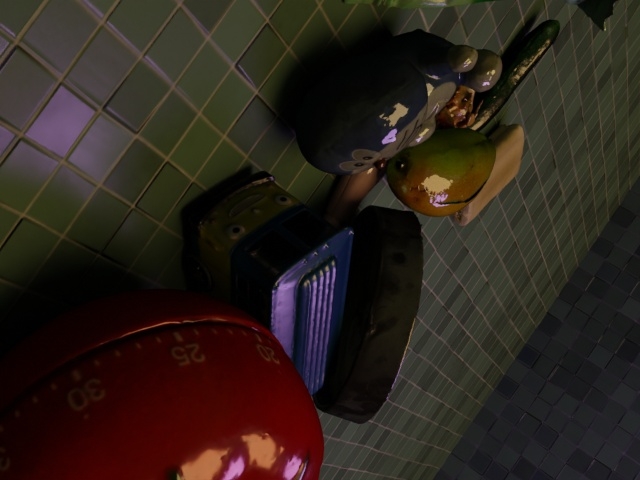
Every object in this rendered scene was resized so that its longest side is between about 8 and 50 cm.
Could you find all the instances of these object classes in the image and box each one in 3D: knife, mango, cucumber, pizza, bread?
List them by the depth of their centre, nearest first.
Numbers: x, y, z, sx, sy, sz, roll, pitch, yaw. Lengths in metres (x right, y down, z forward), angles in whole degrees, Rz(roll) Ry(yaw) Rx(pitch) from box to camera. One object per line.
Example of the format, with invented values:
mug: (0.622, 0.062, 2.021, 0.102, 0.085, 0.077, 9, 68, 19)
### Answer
mango: (0.187, -0.103, 1.270, 0.233, 0.111, 0.125, -14, 128, -49)
knife: (0.002, 0.000, 1.280, 0.336, 0.043, 0.081, -57, 160, 14)
pizza: (0.190, -0.160, 1.369, 0.226, 0.069, 0.147, -44, 149, -23)
cucumber: (0.317, -0.273, 1.474, 0.284, 0.056, 0.056, -49, 153, -5)
bread: (0.311, -0.126, 1.618, 0.178, 0.060, 0.139, -42, 149, -26)

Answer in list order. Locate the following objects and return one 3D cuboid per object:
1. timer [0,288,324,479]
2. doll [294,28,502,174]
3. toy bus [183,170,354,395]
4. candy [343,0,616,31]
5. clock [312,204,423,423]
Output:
timer: (-0.189, 0.227, 0.891, 0.378, 0.279, 0.378, -25, 143, -20)
doll: (0.084, -0.170, 1.064, 0.228, 0.154, 0.258, -32, -170, 47)
toy bus: (-0.067, 0.076, 1.074, 0.138, 0.175, 0.287, -35, 147, -34)
candy: (0.236, -0.384, 1.016, 0.398, 0.172, 0.262, -10, 135, -29)
clock: (0.062, 0.102, 1.243, 0.319, 0.066, 0.318, -164, -90, -80)
